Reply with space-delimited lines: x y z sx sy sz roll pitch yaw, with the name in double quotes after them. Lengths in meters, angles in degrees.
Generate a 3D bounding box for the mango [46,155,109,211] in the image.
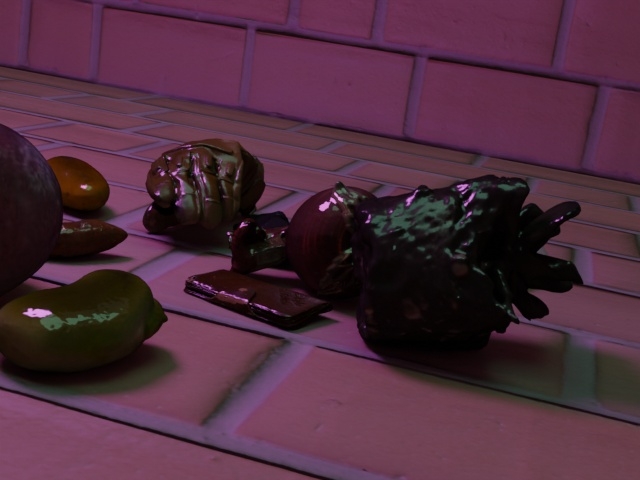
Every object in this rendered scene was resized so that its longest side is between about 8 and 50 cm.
-0.399 -0.089 1.512 0.103 0.076 0.161 3 18 -39 "mango"

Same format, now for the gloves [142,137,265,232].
-0.187 -0.093 1.497 0.154 0.141 0.331 -3 5 16 "gloves"

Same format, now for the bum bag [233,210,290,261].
-0.076 -0.005 1.439 0.087 0.049 0.198 -21 22 -13 "bum bag"

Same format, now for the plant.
0.174 0.033 1.102 0.276 0.188 0.199 -6 -22 -6 "plant"

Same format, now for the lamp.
0.004 0.011 1.260 0.215 0.151 0.223 -11 -9 -37 "lamp"

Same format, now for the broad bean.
-0.235 0.085 0.930 0.124 0.082 0.174 16 26 28 "broad bean"

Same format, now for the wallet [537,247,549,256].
0.306 0.028 1.470 0.033 0.095 0.190 -34 -18 37 "wallet"

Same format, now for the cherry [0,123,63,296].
-0.401 -0.033 1.007 0.236 0.213 0.285 15 3 -11 "cherry"

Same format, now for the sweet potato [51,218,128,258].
-0.365 -0.004 1.240 0.218 0.051 0.065 1 19 -25 "sweet potato"

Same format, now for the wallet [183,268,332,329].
-0.083 0.069 1.175 0.176 0.026 0.095 17 18 32 "wallet"
